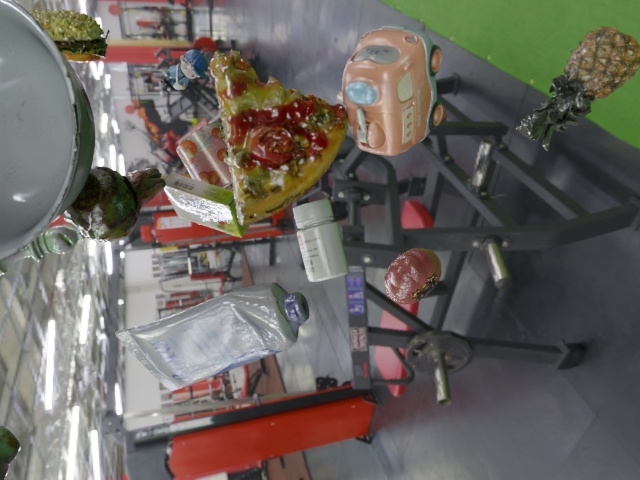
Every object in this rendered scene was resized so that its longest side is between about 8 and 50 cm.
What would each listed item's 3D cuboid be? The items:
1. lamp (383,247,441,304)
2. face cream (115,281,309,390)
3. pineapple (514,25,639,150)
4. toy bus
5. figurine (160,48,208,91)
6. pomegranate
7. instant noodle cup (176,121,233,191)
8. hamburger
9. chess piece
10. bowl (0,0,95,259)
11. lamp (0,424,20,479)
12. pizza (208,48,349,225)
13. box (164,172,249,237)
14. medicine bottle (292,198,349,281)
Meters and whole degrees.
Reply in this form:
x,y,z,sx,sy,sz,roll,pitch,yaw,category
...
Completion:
x,y,z,sx,sy,sz,roll,pitch,yaw,category
0.259,0.097,1.417,0.140,0.182,0.182,45,144,29,lamp
-0.227,0.217,1.146,0.137,0.420,0.235,-100,-14,-53,face cream
0.506,-0.297,0.986,0.248,0.128,0.128,-49,35,16,pineapple
0.151,-0.336,1.158,0.194,0.232,0.288,22,142,34,toy bus
-0.397,-0.497,1.458,0.086,0.149,0.087,47,-151,-40,figurine
-0.336,-0.060,0.812,0.138,0.163,0.126,121,140,-65,pomegranate
-0.373,-0.279,1.786,0.231,0.243,0.243,56,162,-2,instant noodle cup
-0.754,-0.610,1.467,0.261,0.243,0.139,41,132,51,hamburger
-0.727,0.018,1.224,0.139,0.271,0.139,164,90,-75,chess piece
-0.427,-0.145,0.673,0.157,0.345,0.346,-22,-72,-76,bowl
-0.697,0.362,0.802,0.301,0.247,0.247,47,-169,-27,lamp
-0.141,-0.293,1.245,0.406,0.440,0.130,49,157,-22,pizza
-0.373,-0.114,1.617,0.175,0.260,0.062,81,-147,-55,box
0.000,0.000,1.605,0.144,0.144,0.252,174,83,-73,medicine bottle
